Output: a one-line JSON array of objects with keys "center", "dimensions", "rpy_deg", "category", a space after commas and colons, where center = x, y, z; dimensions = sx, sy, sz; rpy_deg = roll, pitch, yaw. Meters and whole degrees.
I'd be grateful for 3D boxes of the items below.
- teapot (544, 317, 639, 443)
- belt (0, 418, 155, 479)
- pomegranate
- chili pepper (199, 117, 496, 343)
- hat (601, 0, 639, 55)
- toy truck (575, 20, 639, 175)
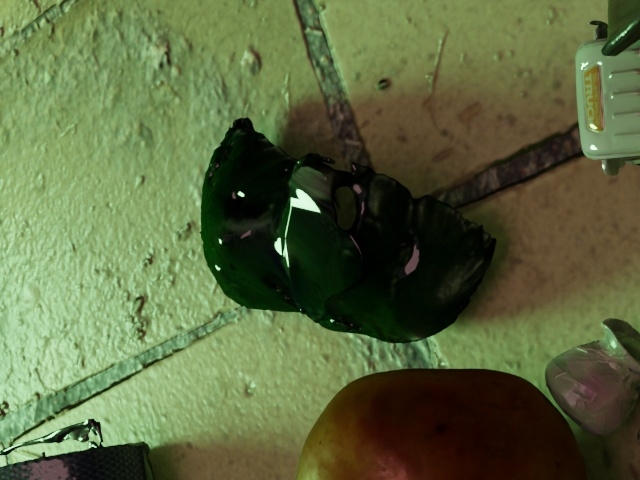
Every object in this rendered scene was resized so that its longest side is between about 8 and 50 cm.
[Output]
[{"center": [0.197, 0.094, 1.043], "dimensions": [0.083, 0.064, 0.064], "rpy_deg": [40, 113, -5], "category": "teapot"}, {"center": [-0.239, 0.233, 1.367], "dimensions": [0.230, 0.140, 0.126], "rpy_deg": [-22, 73, 40], "category": "belt"}, {"center": [0.076, 0.178, 1.045], "dimensions": [0.209, 0.209, 0.209], "rpy_deg": [2, 94, 40], "category": "pomegranate"}, {"center": [-0.002, 0.001, 1.162], "dimensions": [0.265, 0.116, 0.148], "rpy_deg": [17, 106, 39], "category": "chili pepper"}, {"center": [0.281, -0.171, 0.874], "dimensions": [0.149, 0.214, 0.244], "rpy_deg": [34, 123, -6], "category": "hat"}, {"center": [0.259, -0.095, 0.938], "dimensions": [0.227, 0.114, 0.098], "rpy_deg": [-4, 90, 40], "category": "toy truck"}]
